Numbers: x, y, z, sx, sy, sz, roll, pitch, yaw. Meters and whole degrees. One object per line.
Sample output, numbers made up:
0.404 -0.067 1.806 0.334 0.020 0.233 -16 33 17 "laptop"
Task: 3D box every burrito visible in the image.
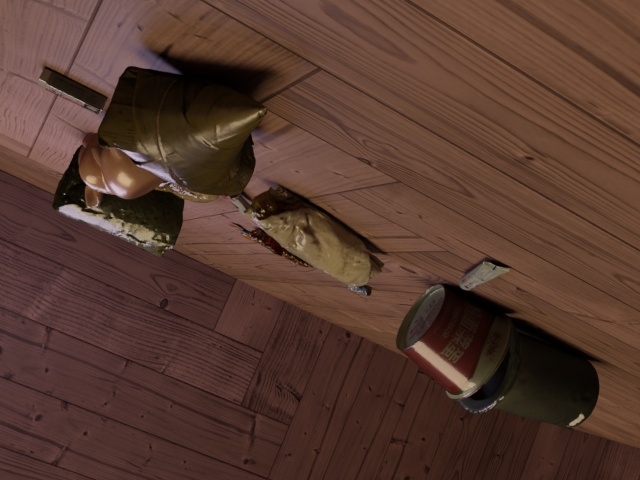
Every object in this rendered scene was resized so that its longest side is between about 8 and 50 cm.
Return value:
0.000 0.000 1.792 0.392 0.117 0.076 36 -154 -43 "burrito"

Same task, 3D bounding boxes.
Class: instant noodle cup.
0.295 0.221 1.974 0.178 0.234 0.235 34 168 -12 "instant noodle cup"

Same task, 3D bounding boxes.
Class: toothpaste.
0.305 0.067 1.651 0.052 0.033 0.218 19 168 -2 "toothpaste"

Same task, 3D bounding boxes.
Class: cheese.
-0.209 -0.021 2.385 0.047 0.017 0.111 12 165 37 "cheese"

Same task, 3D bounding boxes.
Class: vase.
0.505 0.339 2.095 0.291 0.245 0.245 22 171 -23 "vase"

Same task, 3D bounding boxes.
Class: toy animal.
-0.378 -0.155 1.677 0.250 0.166 0.154 3 129 56 "toy animal"

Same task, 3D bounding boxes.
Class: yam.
-0.473 -0.102 2.059 0.300 0.195 0.195 27 170 -26 "yam"

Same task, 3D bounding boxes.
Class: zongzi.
-0.125 -0.137 1.242 0.300 0.145 0.274 8 168 34 "zongzi"

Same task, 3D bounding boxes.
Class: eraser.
-0.447 -0.268 1.564 0.122 0.029 0.052 25 170 -18 "eraser"

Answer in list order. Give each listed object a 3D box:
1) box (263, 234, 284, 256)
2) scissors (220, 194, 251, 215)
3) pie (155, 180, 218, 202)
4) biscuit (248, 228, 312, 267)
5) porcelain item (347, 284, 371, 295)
-0.111 0.003 2.184 0.023 0.051 0.082 20 169 23 "box"
-0.197 -0.108 1.849 0.118 0.030 0.242 19 165 25 "scissors"
-0.326 -0.142 1.905 0.218 0.052 0.185 21 165 -1 "pie"
-0.100 0.022 2.310 0.199 0.034 0.064 28 168 -28 "biscuit"
0.109 0.138 2.476 0.083 0.028 0.036 14 170 47 "porcelain item"
